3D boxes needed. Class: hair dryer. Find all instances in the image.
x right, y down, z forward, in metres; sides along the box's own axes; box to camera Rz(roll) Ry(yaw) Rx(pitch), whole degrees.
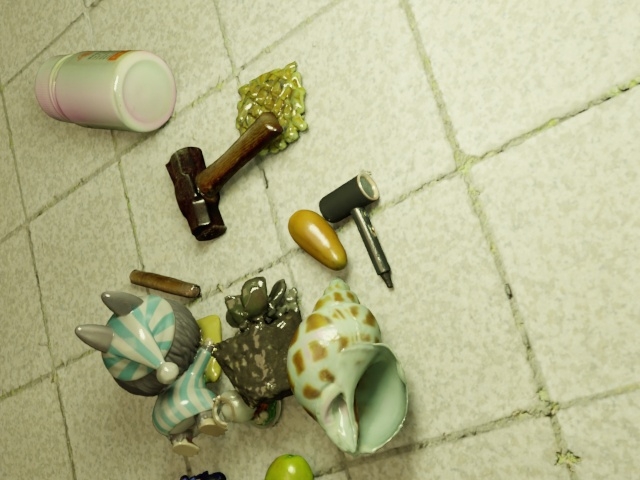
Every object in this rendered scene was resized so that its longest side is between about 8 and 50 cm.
[{"bbox_3d":[0.090,-0.007,1.643,0.128,0.070,0.255,-28,76,33],"label":"hair dryer"}]

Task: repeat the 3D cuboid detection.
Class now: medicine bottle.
[{"bbox_3d":[-0.602,-0.415,2.085,0.388,0.219,0.219,9,93,37],"label":"medicine bottle"}]

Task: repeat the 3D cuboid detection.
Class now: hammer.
[{"bbox_3d":[-0.230,-0.187,1.827,0.409,0.095,0.242,-37,66,43],"label":"hammer"}]

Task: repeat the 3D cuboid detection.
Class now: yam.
[{"bbox_3d":[-0.421,0.117,2.030,0.264,0.046,0.046,9,93,38],"label":"yam"}]

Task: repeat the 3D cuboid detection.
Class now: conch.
[{"bbox_3d":[0.054,0.253,1.576,0.249,0.197,0.368,2,83,0],"label":"conch"}]

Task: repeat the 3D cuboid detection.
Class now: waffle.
[{"bbox_3d":[-0.126,-0.311,1.821,0.223,0.054,0.204,-16,79,36],"label":"waffle"}]

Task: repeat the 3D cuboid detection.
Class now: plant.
[{"bbox_3d":[-0.134,0.231,1.717,0.199,0.188,0.276,-32,69,30],"label":"plant"}]

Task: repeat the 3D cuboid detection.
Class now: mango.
[{"bbox_3d":[-0.082,0.563,1.724,0.117,0.089,0.163,47,115,29],"label":"mango"},{"bbox_3d":[0.000,0.000,1.686,0.085,0.102,0.184,-43,62,-9],"label":"mango"}]

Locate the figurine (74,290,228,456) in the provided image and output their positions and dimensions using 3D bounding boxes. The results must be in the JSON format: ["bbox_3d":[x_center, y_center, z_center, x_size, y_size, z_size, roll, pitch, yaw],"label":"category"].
[{"bbox_3d":[-0.433,0.297,1.791,0.266,0.377,0.361,-42,47,24],"label":"figurine"}]

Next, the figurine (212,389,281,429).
[{"bbox_3d":[-0.182,0.392,1.768,0.132,0.153,0.132,-1,88,37],"label":"figurine"}]

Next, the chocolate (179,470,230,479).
[{"bbox_3d":[-0.351,0.658,1.914,0.343,0.126,0.148,-30,29,28],"label":"chocolate"}]
